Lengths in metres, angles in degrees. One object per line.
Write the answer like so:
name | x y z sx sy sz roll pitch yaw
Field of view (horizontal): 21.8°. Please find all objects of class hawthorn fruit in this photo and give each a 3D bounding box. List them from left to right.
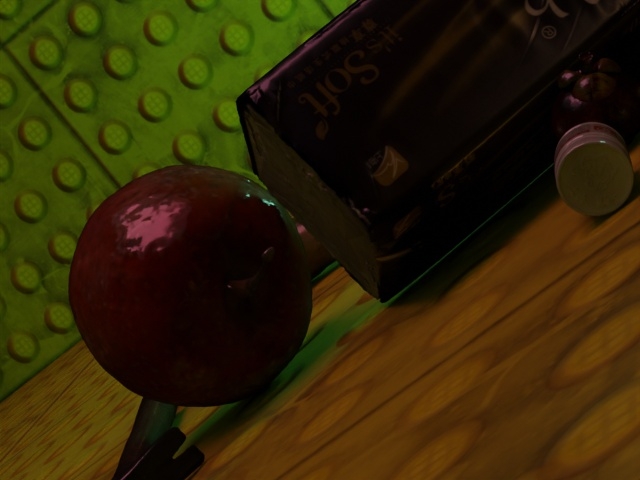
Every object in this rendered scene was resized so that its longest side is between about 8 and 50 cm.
hawthorn fruit | -0.120 0.057 1.566 0.231 0.235 0.263 -16 34 7

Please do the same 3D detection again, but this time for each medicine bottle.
medicine bottle | 0.200 -0.053 1.216 0.057 0.057 0.089 -37 6 14

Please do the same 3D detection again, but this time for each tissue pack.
tissue pack | 0.126 -0.147 1.479 0.370 0.198 0.210 -40 -22 -10

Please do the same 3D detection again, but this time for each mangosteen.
mangosteen | 0.226 -0.107 1.365 0.081 0.081 0.081 -38 6 5

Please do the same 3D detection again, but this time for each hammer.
hammer | -0.180 0.209 1.618 0.168 0.044 0.440 -39 6 4

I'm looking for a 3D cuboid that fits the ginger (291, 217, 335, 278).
ginger | 0.000 0.000 1.953 0.131 0.086 0.294 -14 -8 -42
